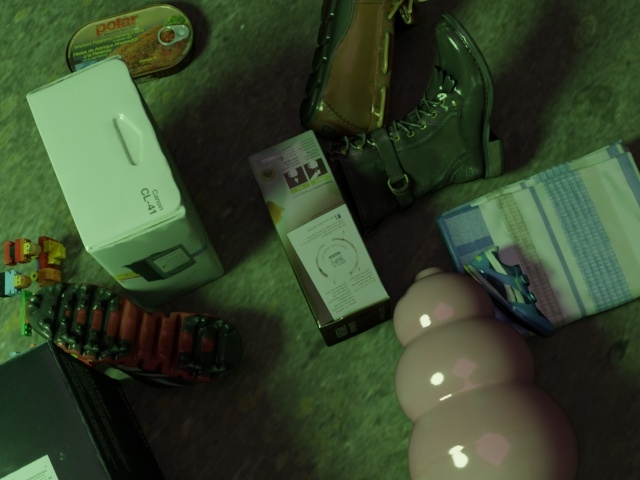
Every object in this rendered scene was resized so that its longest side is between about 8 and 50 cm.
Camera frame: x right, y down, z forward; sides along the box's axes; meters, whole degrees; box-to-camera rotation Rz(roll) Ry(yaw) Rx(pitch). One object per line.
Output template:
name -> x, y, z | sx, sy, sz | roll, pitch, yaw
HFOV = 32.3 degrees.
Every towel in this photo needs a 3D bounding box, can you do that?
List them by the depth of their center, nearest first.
towel -> 0.320, 0.007, 1.481 | 0.285, 0.034, 0.209 | -21, 76, 1

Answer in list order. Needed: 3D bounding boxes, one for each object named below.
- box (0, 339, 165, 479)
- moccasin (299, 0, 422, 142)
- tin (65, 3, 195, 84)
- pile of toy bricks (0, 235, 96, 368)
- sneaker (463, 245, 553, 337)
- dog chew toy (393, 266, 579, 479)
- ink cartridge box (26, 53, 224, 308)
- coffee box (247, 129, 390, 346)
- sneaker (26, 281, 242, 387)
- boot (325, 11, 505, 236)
box -> -0.284, 0.328, 1.298 | 0.179, 0.312, 0.343 | -28, 74, -3
moccasin -> 0.082, -0.316, 1.536 | 0.147, 0.139, 0.380 | 15, 76, -15
tin -> -0.275, -0.280, 1.607 | 0.190, 0.040, 0.106 | -14, 78, 1
pile of toy bricks -> -0.349, 0.088, 1.462 | 0.105, 0.118, 0.212 | -11, 74, 22
sneaker -> 0.253, 0.066, 1.432 | 0.059, 0.053, 0.144 | -44, 79, -6
dog chew toy -> 0.185, 0.187, 1.365 | 0.207, 0.206, 0.332 | -17, 66, 0
ink cartridge box -> -0.239, -0.063, 1.404 | 0.131, 0.306, 0.226 | -24, 74, -2
coffee box -> 0.000, 0.000, 1.453 | 0.098, 0.141, 0.246 | -23, 74, -2
sneaker -> -0.245, 0.129, 1.423 | 0.276, 0.135, 0.097 | 15, 67, -15
boot -> 0.116, -0.148, 1.460 | 0.229, 0.091, 0.263 | -18, 114, -4
